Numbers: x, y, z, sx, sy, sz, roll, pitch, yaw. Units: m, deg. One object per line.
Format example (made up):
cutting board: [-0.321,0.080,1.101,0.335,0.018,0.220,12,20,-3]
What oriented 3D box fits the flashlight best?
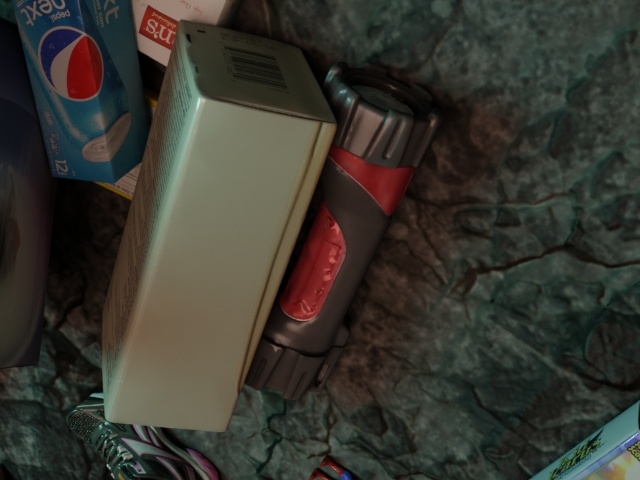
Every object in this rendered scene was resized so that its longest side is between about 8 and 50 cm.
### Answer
flashlight: [0.000,0.000,0.855,0.103,0.103,0.304,42,122,28]

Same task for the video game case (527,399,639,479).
video game case: [0.293,0.312,0.896,0.269,0.061,0.244,44,119,-1]

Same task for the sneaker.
sneaker: [-0.191,0.227,1.024,0.178,0.077,0.072,30,116,7]

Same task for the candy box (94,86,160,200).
candy box: [-0.224,-0.116,0.927,0.206,0.027,0.105,26,119,9]

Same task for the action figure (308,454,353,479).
action figure: [0.042,0.263,0.985,0.115,0.030,0.038,35,113,1]

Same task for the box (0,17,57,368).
box: [-0.355,-0.047,0.775,0.183,0.294,0.296,5,89,16]

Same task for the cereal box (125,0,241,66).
cereal box: [-0.127,-0.277,0.816,0.173,0.047,0.240,30,117,6]

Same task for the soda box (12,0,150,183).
soda box: [-0.200,-0.157,0.828,0.067,0.071,0.210,7,121,21]

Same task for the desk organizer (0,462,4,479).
desk organizer: [-0.410,0.315,1.152,0.130,0.050,0.047,-36,96,28]

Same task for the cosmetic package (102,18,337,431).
cosmetic package: [-0.099,-0.007,0.835,0.113,0.160,0.309,9,121,-19]
